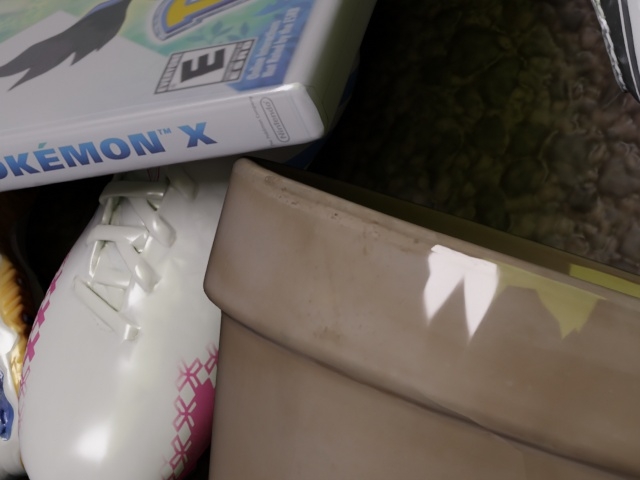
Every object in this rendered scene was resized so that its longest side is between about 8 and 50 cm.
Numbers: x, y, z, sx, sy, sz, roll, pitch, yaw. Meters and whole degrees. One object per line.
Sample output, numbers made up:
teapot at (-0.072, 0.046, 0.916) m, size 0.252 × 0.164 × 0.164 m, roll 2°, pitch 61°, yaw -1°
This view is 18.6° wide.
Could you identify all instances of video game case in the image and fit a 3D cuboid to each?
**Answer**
video game case at (-0.099, -0.141, 0.972) m, size 0.300 × 0.036 × 0.329 m, roll -8°, pitch 39°, yaw 24°

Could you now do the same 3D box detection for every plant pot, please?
plant pot at (0.072, 0.141, 0.856) m, size 0.323 × 0.323 × 0.280 m, roll 20°, pitch 94°, yaw 20°

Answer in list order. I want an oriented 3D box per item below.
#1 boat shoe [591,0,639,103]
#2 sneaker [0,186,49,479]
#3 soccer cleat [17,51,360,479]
boat shoe at (0.132, -0.188, 1.036) m, size 0.105 × 0.113 × 0.306 m, roll -18°, pitch 65°, yaw 15°
sneaker at (-0.223, -0.005, 1.066) m, size 0.131 × 0.112 × 0.296 m, roll -18°, pitch 66°, yaw 10°
soccer cleat at (-0.075, -0.026, 0.974) m, size 0.116 × 0.143 × 0.331 m, roll 11°, pitch 57°, yaw 18°
